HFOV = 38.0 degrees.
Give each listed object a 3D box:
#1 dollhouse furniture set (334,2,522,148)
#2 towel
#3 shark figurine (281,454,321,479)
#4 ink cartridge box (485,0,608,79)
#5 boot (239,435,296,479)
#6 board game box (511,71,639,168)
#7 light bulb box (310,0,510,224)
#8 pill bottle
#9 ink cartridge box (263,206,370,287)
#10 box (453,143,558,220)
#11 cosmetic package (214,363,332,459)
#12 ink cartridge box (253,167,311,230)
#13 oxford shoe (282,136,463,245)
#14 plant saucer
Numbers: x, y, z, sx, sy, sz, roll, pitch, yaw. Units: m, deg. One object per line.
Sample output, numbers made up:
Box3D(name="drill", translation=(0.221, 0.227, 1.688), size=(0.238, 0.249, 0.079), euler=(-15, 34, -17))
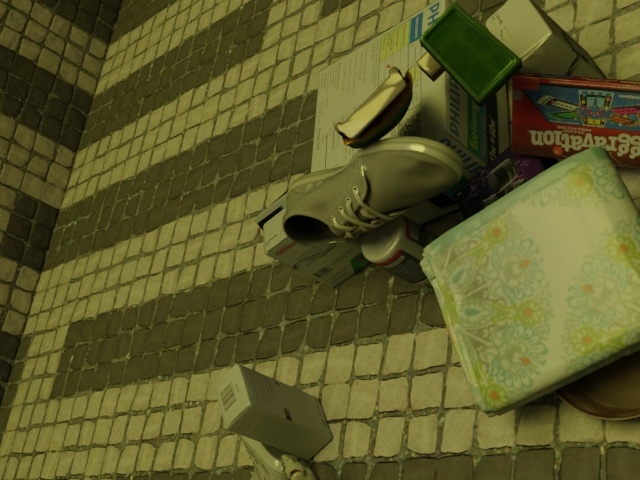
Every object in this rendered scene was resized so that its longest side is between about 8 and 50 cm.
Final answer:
Box3D(name="dollhouse furniture set", translation=(0.187, -0.233, 1.612), size=(0.301, 0.197, 0.151), euler=(-45, 81, 7))
Box3D(name="towel", translation=(0.357, 0.072, 1.492), size=(0.374, 0.090, 0.321), euler=(-34, 60, 30))
Box3D(name="shark figurine", translation=(-0.035, 0.542, 1.809), size=(0.116, 0.166, 0.278), euler=(-98, 25, -73))
Box3D(name="ink cartridge box", translation=(0.422, -0.334, 1.700), size=(0.092, 0.219, 0.160), euler=(-43, 40, 23))
Box3D(name="boot", translation=(-0.130, 0.469, 1.951), size=(0.258, 0.095, 0.123), euler=(33, 106, 64))
Box3D(name="board game box", translation=(0.461, -0.201, 1.565), size=(0.281, 0.145, 0.027), euler=(10, 31, 29))
Box3D(name="light bulb box", translation=(0.184, -0.241, 1.923), size=(0.361, 0.225, 0.358), euler=(-24, 50, 39))
Box3D(name="pill bottle", translation=(0.176, 0.024, 1.796), size=(0.108, 0.180, 0.108), euler=(-30, 46, 36))
Box3D(name="ink cartridge box", translation=(0.000, 0.000, 2.001), size=(0.153, 0.208, 0.087), euler=(-35, 44, 31))
Box3D(name="box", translation=(0.370, -0.035, 1.670), size=(0.184, 0.103, 0.261), euler=(-45, 39, 26))
Box3D(name="cosmetic package", translation=(-0.093, 0.346, 1.865), size=(0.085, 0.231, 0.117), euler=(-47, 39, 20))
Box3D(name="ink cartridge box", translation=(-0.018, -0.127, 2.146), size=(0.165, 0.065, 0.333), euler=(-36, 7, 31))
Box3D(name="oxford shoe", translation=(0.083, -0.074, 1.681), size=(0.449, 0.169, 0.130), euler=(-17, 47, 50))
Box3D(name="plant saucer", translation=(0.485, 0.136, 1.458), size=(0.310, 0.050, 0.311), euler=(-29, 48, 37))
